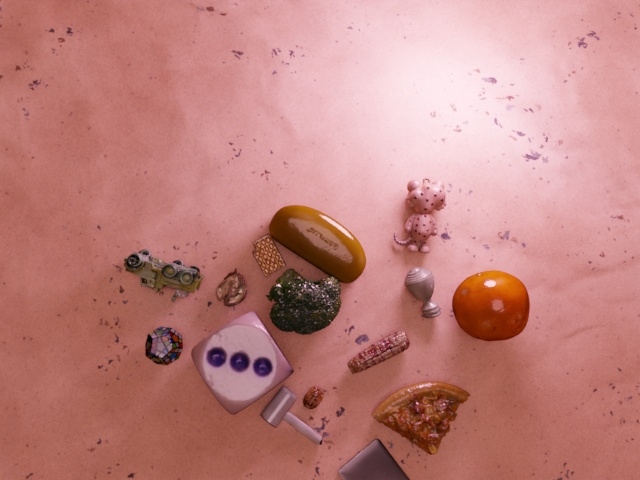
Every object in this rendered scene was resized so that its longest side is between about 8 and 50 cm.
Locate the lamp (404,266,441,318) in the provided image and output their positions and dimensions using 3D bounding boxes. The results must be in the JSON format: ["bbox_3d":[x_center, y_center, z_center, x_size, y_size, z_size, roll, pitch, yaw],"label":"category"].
[{"bbox_3d":[0.372,0.187,1.930,0.106,0.106,0.192,-22,96,-7],"label":"lamp"}]

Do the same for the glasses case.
[{"bbox_3d":[0.000,0.000,1.893,0.371,0.141,0.173,33,82,-1],"label":"glasses case"}]

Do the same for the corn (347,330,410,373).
[{"bbox_3d":[0.208,0.401,1.901,0.237,0.079,0.079,-29,87,-7],"label":"corn"}]

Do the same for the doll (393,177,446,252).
[{"bbox_3d":[0.369,-0.093,1.955,0.154,0.119,0.277,15,93,-2],"label":"doll"}]

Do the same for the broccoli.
[{"bbox_3d":[-0.054,0.206,1.844,0.269,0.261,0.241,-38,50,-11],"label":"broccoli"}]

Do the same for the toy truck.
[{"bbox_3d":[-0.549,0.126,1.846,0.260,0.128,0.135,22,96,-2],"label":"toy truck"}]

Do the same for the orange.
[{"bbox_3d":[0.592,0.223,1.862,0.261,0.261,0.260,0,84,-5],"label":"orange"}]

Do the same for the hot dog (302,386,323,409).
[{"bbox_3d":[-0.026,0.556,1.885,0.058,0.035,0.083,38,83,-4],"label":"hot dog"}]

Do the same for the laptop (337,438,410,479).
[{"bbox_3d":[0.210,0.860,1.883,0.188,0.015,0.269,-37,88,-8],"label":"laptop"}]

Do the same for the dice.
[{"bbox_3d":[-0.257,0.403,1.783,0.251,0.243,0.259,-34,85,-7],"label":"dice"}]

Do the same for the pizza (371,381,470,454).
[{"bbox_3d":[0.355,0.586,1.894,0.268,0.087,0.257,32,79,1],"label":"pizza"}]

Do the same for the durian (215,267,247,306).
[{"bbox_3d":[-0.306,0.161,1.885,0.111,0.071,0.140,14,96,2],"label":"durian"}]

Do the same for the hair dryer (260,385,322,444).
[{"bbox_3d":[-0.078,0.627,1.859,0.236,0.073,0.131,39,81,-3],"label":"hair dryer"}]

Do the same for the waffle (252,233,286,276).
[{"bbox_3d":[-0.193,0.052,1.930,0.092,0.021,0.135,-30,87,-7],"label":"waffle"}]

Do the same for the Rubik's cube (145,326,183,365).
[{"bbox_3d":[-0.534,0.359,1.824,0.112,0.133,0.133,38,81,28],"label":"Rubik's cube"}]
